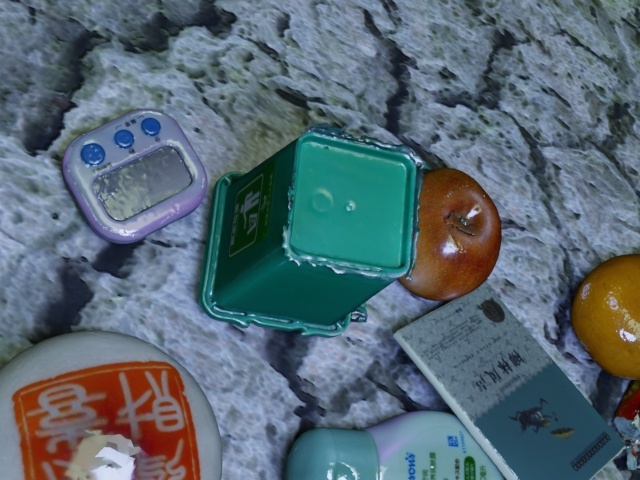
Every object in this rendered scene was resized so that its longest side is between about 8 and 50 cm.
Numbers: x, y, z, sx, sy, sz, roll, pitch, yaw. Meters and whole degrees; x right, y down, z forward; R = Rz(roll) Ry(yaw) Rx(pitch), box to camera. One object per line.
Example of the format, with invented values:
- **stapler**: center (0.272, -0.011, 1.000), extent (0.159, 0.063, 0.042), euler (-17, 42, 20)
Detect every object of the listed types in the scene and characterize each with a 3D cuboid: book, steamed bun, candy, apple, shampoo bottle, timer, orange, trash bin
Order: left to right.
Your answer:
- **steamed bun**: center (-0.311, 0.303, 1.204), extent (0.374, 0.241, 0.374), euler (6, 70, -17)
- **timer**: center (-0.299, -0.103, 1.402), extent (0.208, 0.069, 0.191), euler (-30, 88, -25)
- **trash bin**: center (0.000, 0.000, 1.317), extent (0.295, 0.381, 0.259), euler (11, 74, -18)
- **shampoo bottle**: center (0.113, 0.379, 1.392), extent (0.349, 0.151, 0.222), euler (9, 81, -18)
- **apple**: center (0.218, -0.015, 1.517), extent (0.210, 0.173, 0.235), euler (-5, 77, -22)
- **book**: center (0.321, 0.256, 1.467), extent (0.264, 0.031, 0.379), euler (-24, 67, -41)
- **orange**: center (0.581, 0.143, 1.612), extent (0.240, 0.171, 0.240), euler (1, 64, -3)
- **candy**: center (0.621, 0.299, 1.652), extent (0.086, 0.059, 0.292), euler (35, 68, -13)

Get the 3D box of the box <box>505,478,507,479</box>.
- **box**: center (0.391, 0.359, 1.534), extent (0.200, 0.088, 0.146), euler (-32, 87, -25)
